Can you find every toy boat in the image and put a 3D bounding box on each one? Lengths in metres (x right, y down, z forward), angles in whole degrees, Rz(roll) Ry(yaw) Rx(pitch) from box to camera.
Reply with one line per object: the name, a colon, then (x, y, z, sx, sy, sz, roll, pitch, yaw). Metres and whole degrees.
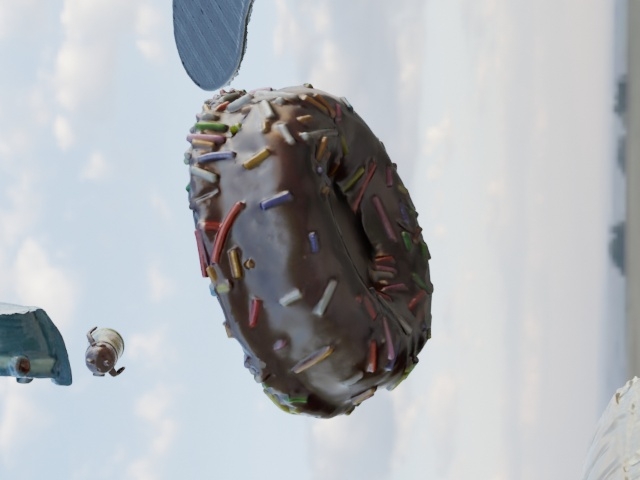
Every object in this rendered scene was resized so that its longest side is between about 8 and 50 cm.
toy boat: (-0.279, 0.092, 0.963, 0.088, 0.215, 0.102, 19, 105, 61)

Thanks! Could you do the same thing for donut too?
donut: (0.000, 0.000, 0.905, 0.235, 0.089, 0.235, 45, -146, -44)

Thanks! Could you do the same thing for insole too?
insole: (-0.080, -0.207, 1.107, 0.110, 0.012, 0.309, 61, 158, 6)

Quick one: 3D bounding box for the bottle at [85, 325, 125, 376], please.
bottle: (-0.265, 0.140, 1.685, 0.047, 0.063, 0.101, -59, 8, 5)

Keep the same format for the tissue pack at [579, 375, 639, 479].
tissue pack: (0.275, 0.320, 1.028, 0.390, 0.195, 0.375, -31, -55, -73)
